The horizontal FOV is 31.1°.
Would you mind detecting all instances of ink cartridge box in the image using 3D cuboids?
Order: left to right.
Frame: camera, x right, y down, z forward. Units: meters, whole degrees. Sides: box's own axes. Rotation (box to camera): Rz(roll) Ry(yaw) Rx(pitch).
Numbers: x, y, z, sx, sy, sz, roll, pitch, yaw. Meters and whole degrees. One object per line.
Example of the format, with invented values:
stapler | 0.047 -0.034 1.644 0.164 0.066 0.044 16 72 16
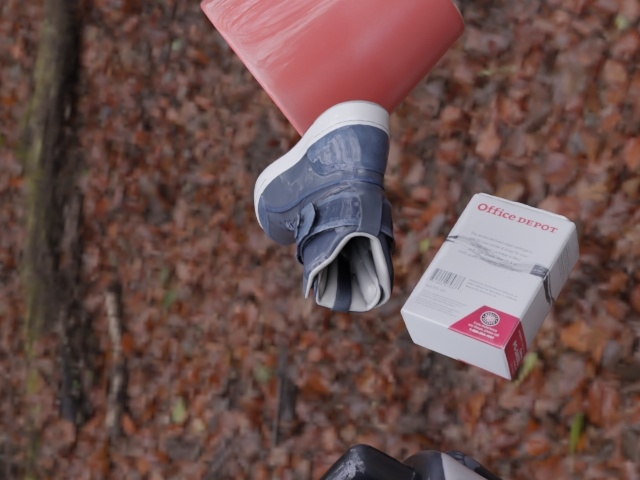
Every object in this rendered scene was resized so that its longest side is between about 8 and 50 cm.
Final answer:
ink cartridge box | 0.163 0.040 1.086 0.109 0.063 0.150 20 62 31

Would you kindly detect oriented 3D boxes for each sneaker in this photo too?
sneaker | -0.002 0.000 1.024 0.226 0.086 0.163 131 140 -59

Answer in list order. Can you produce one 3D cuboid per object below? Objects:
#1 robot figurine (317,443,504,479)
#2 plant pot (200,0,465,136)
robot figurine | 0.110 0.274 0.884 0.209 0.278 0.173 -60 8 -13
plant pot | 0.025 -0.262 1.424 0.243 0.275 0.275 -38 36 4
